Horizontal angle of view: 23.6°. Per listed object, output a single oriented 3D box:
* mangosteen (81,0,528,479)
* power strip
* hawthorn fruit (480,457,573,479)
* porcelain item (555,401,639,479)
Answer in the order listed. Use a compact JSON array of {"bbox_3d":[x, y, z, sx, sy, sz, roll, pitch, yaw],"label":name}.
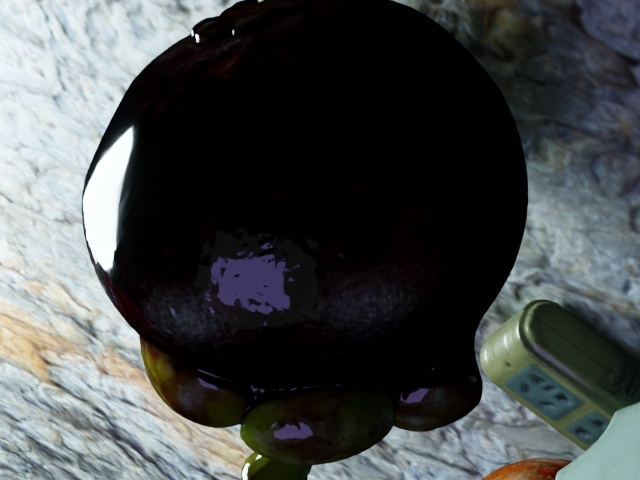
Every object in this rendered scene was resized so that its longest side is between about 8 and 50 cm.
[{"bbox_3d":[0.006,-0.010,1.002,0.313,0.297,0.297,50,145,-2],"label":"mangosteen"},{"bbox_3d":[0.297,0.184,1.211,0.387,0.066,0.092,35,149,-3],"label":"power strip"},{"bbox_3d":[0.188,0.265,1.342,0.157,0.157,0.194,46,163,-18],"label":"hawthorn fruit"},{"bbox_3d":[0.300,0.222,1.017,0.281,0.286,0.157,-24,116,25],"label":"porcelain item"}]
